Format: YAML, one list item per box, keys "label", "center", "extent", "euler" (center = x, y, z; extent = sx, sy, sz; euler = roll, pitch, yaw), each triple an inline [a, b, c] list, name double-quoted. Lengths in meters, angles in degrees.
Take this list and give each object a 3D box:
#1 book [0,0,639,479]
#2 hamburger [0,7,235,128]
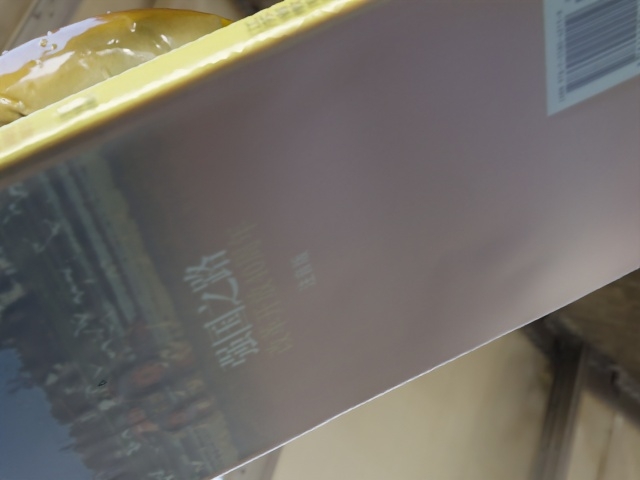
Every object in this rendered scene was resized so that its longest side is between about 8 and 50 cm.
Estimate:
- label: "book"
  center: [0.000, 0.000, 0.601]
  extent: [0.374, 0.028, 0.262]
  euler: [-25, -34, -8]
- label: "hamburger"
  center: [-0.180, -0.098, 1.300]
  extent: [0.314, 0.170, 0.290]
  euler: [-15, -10, 3]
